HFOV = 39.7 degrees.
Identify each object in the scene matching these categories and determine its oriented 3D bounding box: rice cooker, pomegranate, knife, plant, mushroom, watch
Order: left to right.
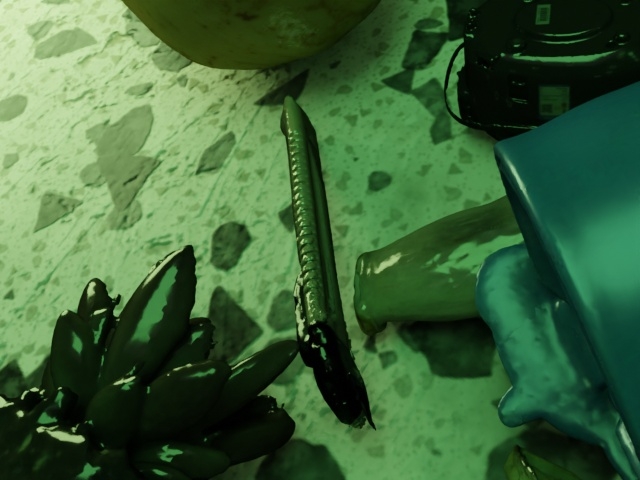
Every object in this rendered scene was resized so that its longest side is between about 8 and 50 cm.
[{"bbox_3d":[-0.158,0.164,0.663,0.194,0.182,0.321,21,64,35],"label":"plant"},{"bbox_3d":[-0.057,-0.340,0.903,0.342,0.342,0.343,-9,54,13],"label":"pomegranate"},{"bbox_3d":[-0.006,0.002,0.771,0.043,0.089,0.365,-15,47,5],"label":"knife"},{"bbox_3d":[0.185,-0.014,0.723,0.351,0.097,0.109,-26,50,3],"label":"mushroom"},{"bbox_3d":[0.211,-0.156,0.794,0.202,0.118,0.142,1,52,18],"label":"rice cooker"},{"bbox_3d":[0.213,0.064,0.509,0.241,0.274,0.305,-26,62,8],"label":"watch"}]

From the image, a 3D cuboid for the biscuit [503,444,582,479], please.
[{"bbox_3d":[0.191,0.198,0.498,0.187,0.273,0.036,27,94,10],"label":"biscuit"}]
